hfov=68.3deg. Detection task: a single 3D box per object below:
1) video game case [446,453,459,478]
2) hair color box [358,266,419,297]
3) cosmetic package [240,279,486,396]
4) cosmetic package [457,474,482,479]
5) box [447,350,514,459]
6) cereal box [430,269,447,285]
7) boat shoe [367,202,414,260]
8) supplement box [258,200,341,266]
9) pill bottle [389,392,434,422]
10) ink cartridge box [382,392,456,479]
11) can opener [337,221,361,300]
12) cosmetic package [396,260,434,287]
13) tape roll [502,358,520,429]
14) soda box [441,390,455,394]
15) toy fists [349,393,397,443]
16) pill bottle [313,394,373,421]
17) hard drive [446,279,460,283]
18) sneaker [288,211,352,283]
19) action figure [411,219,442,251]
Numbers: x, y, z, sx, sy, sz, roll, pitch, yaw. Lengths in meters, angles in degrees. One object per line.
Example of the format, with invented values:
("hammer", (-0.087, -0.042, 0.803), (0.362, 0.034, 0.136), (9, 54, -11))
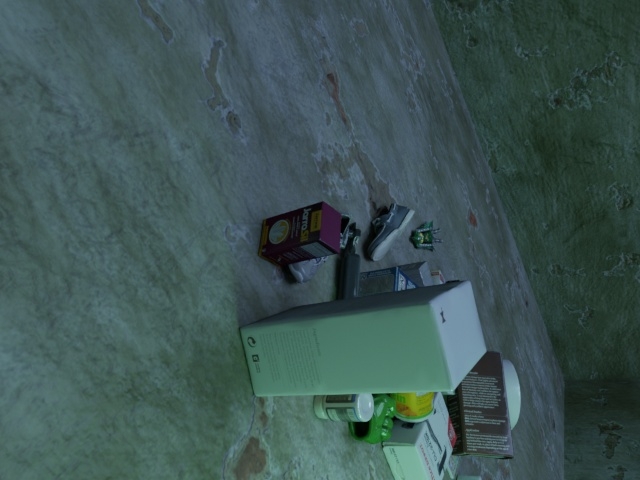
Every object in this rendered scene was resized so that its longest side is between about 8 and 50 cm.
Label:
("video game case", (0.494, 0.813, 1.773), (0.122, 0.011, 0.087), (-43, 113, -53))
("hair color box", (0.244, 0.211, 1.485), (0.347, 0.174, 0.105), (39, 49, -41))
("cosmetic package", (0.081, 0.209, 0.994), (0.230, 0.454, 0.161), (-10, 87, -56))
("cosmetic package", (0.546, 1.088, 1.669), (0.284, 0.098, 0.377), (64, 35, -20))
("box", (0.594, 0.617, 1.793), (0.143, 0.191, 0.381), (104, -9, -63))
("cereal box", (0.485, 0.258, 1.906), (0.173, 0.048, 0.240), (44, 44, -57))
("boat shoe", (0.227, -0.037, 1.654), (0.099, 0.116, 0.319), (33, 43, 13))
("supplement box", (-0.049, -0.012, 1.127), (0.081, 0.188, 0.104), (33, 52, -45))
("pill bottle", (0.274, 0.411, 1.430), (0.136, 0.137, 0.245), (-37, 127, -54))
("ink cartridge box", (0.320, 0.633, 1.491), (0.273, 0.114, 0.196), (-36, 108, -54))
("can opener", (0.074, 0.066, 1.402), (0.093, 0.074, 0.280), (11, 63, -17))
("cosmetic package", (0.343, 0.205, 1.676), (0.107, 0.127, 0.237), (-30, 105, -57))
("tape roll", (0.737, 0.641, 1.983), (0.286, 0.100, 0.285), (3, 90, -90))
("soda box", (0.458, 0.474, 1.795), (0.074, 0.069, 0.216), (27, 56, -49))
("toy fists", (0.151, 0.427, 1.341), (0.142, 0.096, 0.278), (20, 60, -52))
("pill bottle", (0.056, 0.408, 1.170), (0.078, 0.137, 0.078), (24, 60, -49))
("hard drive", (0.526, 0.295, 1.829), (0.339, 0.064, 0.236), (-14, 96, -71))
("sneaker", (0.000, 0.000, 1.259), (0.105, 0.115, 0.281), (57, 38, -26))
("action figure", (0.438, -0.013, 1.960), (0.232, 0.064, 0.137), (-8, 87, -53))
